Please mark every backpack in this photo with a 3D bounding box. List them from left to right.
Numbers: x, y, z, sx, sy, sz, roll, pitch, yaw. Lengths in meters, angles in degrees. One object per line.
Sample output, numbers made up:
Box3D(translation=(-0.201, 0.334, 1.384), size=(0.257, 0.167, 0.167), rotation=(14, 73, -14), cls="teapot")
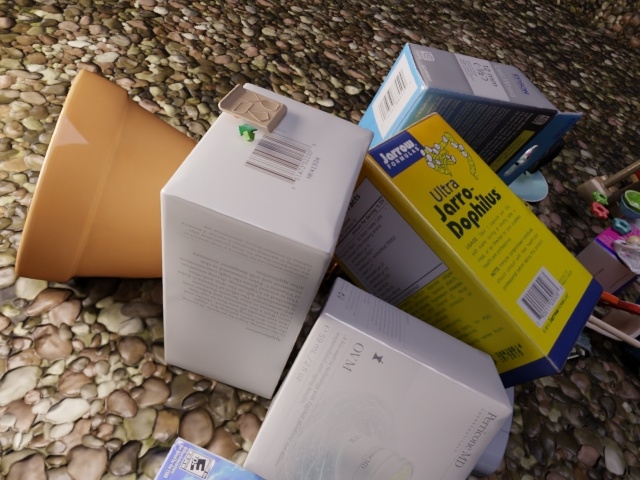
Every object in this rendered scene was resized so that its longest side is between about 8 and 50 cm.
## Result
Box3D(translation=(0.517, -0.269, 1.176), size=(0.152, 0.115, 0.182), rotation=(-26, 61, -32), cls="backpack")

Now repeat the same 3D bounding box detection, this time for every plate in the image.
Box3D(translation=(0.489, -0.163, 1.170), size=(0.188, 0.024, 0.188), rotation=(10, 50, -12), cls="plate")

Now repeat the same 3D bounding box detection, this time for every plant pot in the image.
Box3D(translation=(-0.281, -0.066, 0.667), size=(0.203, 0.291, 0.291), rotation=(18, 46, -28), cls="plant pot")

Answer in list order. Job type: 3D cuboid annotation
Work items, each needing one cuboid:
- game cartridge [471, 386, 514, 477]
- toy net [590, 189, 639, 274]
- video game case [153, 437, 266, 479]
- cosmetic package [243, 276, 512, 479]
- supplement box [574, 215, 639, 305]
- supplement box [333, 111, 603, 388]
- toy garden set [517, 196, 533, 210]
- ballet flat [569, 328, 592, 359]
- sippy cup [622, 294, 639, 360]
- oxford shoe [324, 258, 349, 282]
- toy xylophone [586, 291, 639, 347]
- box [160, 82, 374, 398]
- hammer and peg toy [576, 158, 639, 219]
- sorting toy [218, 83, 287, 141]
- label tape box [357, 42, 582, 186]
Box3D(translation=(0.214, 0.206, 0.749), size=(0.198, 0.062, 0.297), rotation=(18, 48, 1), cls="game cartridge")
Box3D(translation=(0.632, -0.030, 0.947), size=(0.122, 0.045, 0.232), rotation=(24, 47, 2), cls="toy net")
Box3D(translation=(-0.109, 0.388, 0.477), size=(0.244, 0.061, 0.269), rotation=(25, 48, 0), cls="video game case")
Box3D(translation=(0.063, 0.205, 0.558), size=(0.224, 0.224, 0.138), rotation=(26, 15, 2), cls="cosmetic package")
Box3D(translation=(0.656, 0.032, 1.009), size=(0.220, 0.111, 0.114), rotation=(-22, 60, -34), cls="supplement box")
Box3D(translation=(0.189, 0.024, 0.685), size=(0.195, 0.194, 0.356), rotation=(-35, 81, -37), cls="supplement box")
Box3D(translation=(0.333, -0.069, 0.995), size=(0.204, 0.049, 0.244), rotation=(43, 60, 17), cls="toy garden set")
Box3D(translation=(0.413, 0.185, 0.833), size=(0.188, 0.070, 0.070), rotation=(7, 50, -10), cls="ballet flat")
Box3D(translation=(0.712, 0.184, 0.845), size=(0.224, 0.240, 0.305), rotation=(24, 17, 15), cls="sippy cup")
Box3D(translation=(0.000, 0.000, 0.795), size=(0.363, 0.130, 0.133), rotation=(5, 57, -16), cls="oxford shoe")
Box3D(translation=(0.449, 0.096, 0.837), size=(0.322, 0.236, 0.081), rotation=(25, 93, -6), cls="toy xylophone")
Box3D(translation=(-0.079, 0.021, 0.597), size=(0.168, 0.345, 0.215), rotation=(21, 48, -1), cls="box")
Box3D(translation=(0.824, -0.152, 1.125), size=(0.361, 0.266, 0.127), rotation=(-18, 78, -32), cls="hammer and peg toy")
Box3D(translation=(-0.076, -0.133, 0.487), size=(0.062, 0.012, 0.083), rotation=(26, 44, -2), cls="sorting toy")
Box3D(translation=(0.254, -0.198, 0.850), size=(0.347, 0.249, 0.115), rotation=(-1, 59, -25), cls="label tape box")
